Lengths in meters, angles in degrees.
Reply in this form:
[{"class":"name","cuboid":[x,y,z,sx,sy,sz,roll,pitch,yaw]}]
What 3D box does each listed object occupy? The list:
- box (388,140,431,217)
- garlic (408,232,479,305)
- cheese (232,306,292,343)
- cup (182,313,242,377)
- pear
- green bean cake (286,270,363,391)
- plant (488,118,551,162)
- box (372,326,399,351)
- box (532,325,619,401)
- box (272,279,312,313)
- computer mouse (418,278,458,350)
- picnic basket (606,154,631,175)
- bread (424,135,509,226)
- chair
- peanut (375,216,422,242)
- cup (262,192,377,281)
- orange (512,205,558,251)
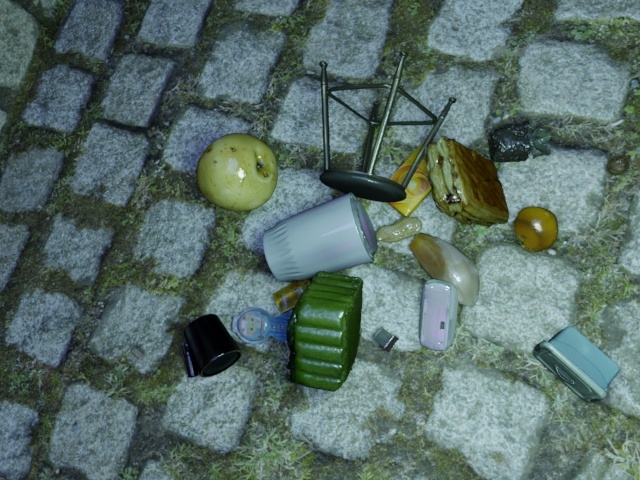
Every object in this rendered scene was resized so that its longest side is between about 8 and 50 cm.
[{"class":"box","cuboid":[0.353,-0.227,1.907,0.152,0.043,0.269,41,88,24]},{"class":"garlic","cuboid":[0.439,0.083,1.781,0.143,0.112,0.318,-43,59,4]},{"class":"cheese","cuboid":[-0.213,0.317,1.902,0.244,0.052,0.135,2,82,16]},{"class":"cup","cuboid":[-0.432,0.402,1.883,0.239,0.166,0.177,-37,66,2]},{"class":"pear","cuboid":[-0.320,-0.255,1.965,0.309,0.309,0.310,-4,75,14]},{"class":"green bean cake","cuboid":[0.015,0.285,1.683,0.217,0.335,0.319,7,105,12]},{"class":"plant","cuboid":[0.698,-0.342,1.800,0.203,0.131,0.143,-12,70,-2]},{"class":"box","cuboid":[0.224,0.338,1.770,0.063,0.084,0.060,39,88,26]},{"class":"box","cuboid":[0.780,0.379,1.577,0.130,0.162,0.227,-43,70,-11]},{"class":"box","cuboid":[-0.095,0.203,1.920,0.156,0.022,0.089,-27,73,7]},{"class":"computer mouse","cuboid":[0.395,0.251,1.738,0.125,0.056,0.245,7,100,27]},{"class":"picnic basket","cuboid":[1.002,-0.257,1.723,0.072,0.083,0.072,-4,74,13]},{"class":"bread","cuboid":[0.482,-0.177,1.751,0.167,0.324,0.278,-31,58,42]},{"class":"chair","cuboid":[0.190,-0.362,1.787,0.361,0.364,0.411,11,85,42]},{"class":"peanut","cuboid":[0.282,-0.039,1.861,0.174,0.080,0.080,-18,72,12]},{"class":"cup","cuboid":[0.000,0.000,1.828,0.371,0.253,0.254,-18,72,12]},{"class":"orange","cuboid":[0.718,-0.041,1.711,0.134,0.157,0.157,-25,69,-15]}]
